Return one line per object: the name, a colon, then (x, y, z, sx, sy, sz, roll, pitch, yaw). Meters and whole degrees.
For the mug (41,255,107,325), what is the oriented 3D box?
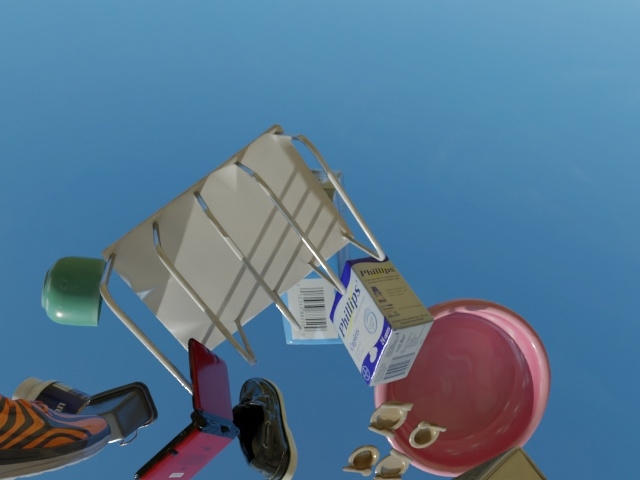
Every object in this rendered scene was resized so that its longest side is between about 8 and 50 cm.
mug: (-0.464, 0.102, 0.984, 0.097, 0.158, 0.129, 8, -137, -19)

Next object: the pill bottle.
pill bottle: (-0.539, 0.344, 1.071, 0.169, 0.094, 0.094, 19, -132, 12)

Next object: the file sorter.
file sorter: (-0.090, 0.020, 0.627, 0.277, 0.193, 0.173, -38, -159, -7)

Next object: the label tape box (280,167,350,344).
label tape box: (0.000, 0.000, 0.995, 0.115, 0.249, 0.348, -2, -159, 10)

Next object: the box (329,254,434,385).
box: (0.081, 0.112, 0.749, 0.072, 0.126, 0.137, -7, -138, -26)

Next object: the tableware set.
tableware set: (0.119, 0.339, 0.863, 0.141, 0.169, 0.020, 26, -167, -27)

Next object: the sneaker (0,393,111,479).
sneaker: (-0.391, 0.193, 0.625, 0.124, 0.321, 0.180, -16, -107, 22)

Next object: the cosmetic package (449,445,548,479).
cosmetic package: (0.091, 0.324, 0.488, 0.160, 0.309, 0.113, -23, -114, -34)

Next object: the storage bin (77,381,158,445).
storage bin: (-0.377, 0.328, 0.934, 0.135, 0.098, 0.091, -19, -176, 14)

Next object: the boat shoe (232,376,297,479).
boat shoe: (-0.158, 0.427, 1.233, 0.113, 0.127, 0.340, 28, -166, -27)

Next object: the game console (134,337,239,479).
game console: (-0.147, 0.192, 0.575, 0.124, 0.144, 0.085, -41, -112, -11)

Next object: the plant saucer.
plant saucer: (0.256, 0.264, 0.968, 0.332, 0.332, 0.084, -2, -173, -8)
